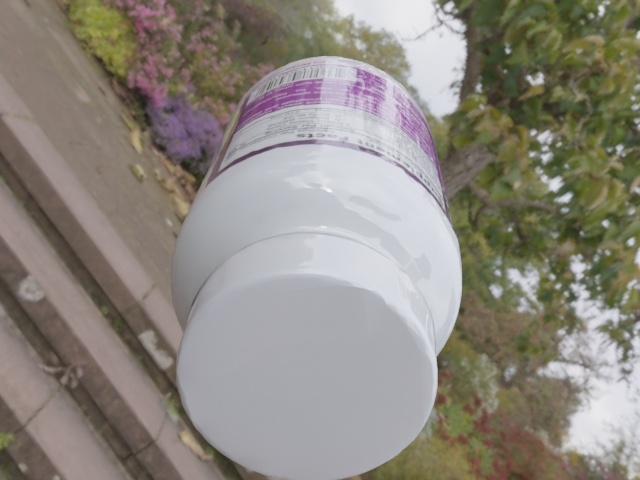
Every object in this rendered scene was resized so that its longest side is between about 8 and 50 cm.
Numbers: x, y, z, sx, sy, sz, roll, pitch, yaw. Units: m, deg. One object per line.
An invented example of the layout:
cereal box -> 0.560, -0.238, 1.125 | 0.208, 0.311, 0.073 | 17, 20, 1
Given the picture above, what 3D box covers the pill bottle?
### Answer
pill bottle -> 0.000, 0.000, 0.504 | 0.169, 0.169, 0.301 | 56, 18, -22
